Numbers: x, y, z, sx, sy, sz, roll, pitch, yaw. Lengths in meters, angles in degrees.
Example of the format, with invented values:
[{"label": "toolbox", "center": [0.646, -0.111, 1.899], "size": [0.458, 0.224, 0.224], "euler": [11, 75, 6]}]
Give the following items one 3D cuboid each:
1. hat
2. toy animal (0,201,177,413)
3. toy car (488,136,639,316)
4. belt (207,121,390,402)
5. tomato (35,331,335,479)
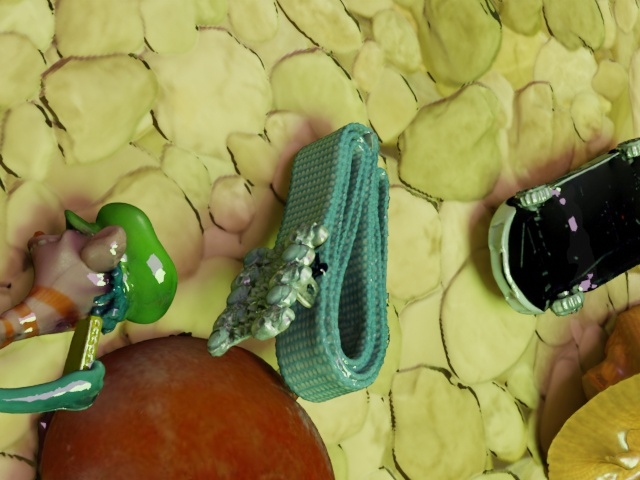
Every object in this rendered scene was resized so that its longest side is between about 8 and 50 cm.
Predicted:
[{"label": "hat", "center": [0.316, 0.126, 0.790], "size": [0.233, 0.234, 0.244], "euler": [-53, 130, -55]}, {"label": "toy animal", "center": [-0.161, 0.043, 0.470], "size": [0.208, 0.100, 0.103], "euler": [-12, 54, -47]}, {"label": "toy car", "center": [0.199, -0.011, 0.752], "size": [0.205, 0.056, 0.095], "euler": [-24, 100, -30]}, {"label": "belt", "center": [-0.003, 0.001, 0.583], "size": [0.100, 0.065, 0.179], "euler": [33, 46, -34]}, {"label": "tomato", "center": [-0.059, 0.167, 0.528], "size": [0.199, 0.112, 0.227], "euler": [23, 76, -33]}]
